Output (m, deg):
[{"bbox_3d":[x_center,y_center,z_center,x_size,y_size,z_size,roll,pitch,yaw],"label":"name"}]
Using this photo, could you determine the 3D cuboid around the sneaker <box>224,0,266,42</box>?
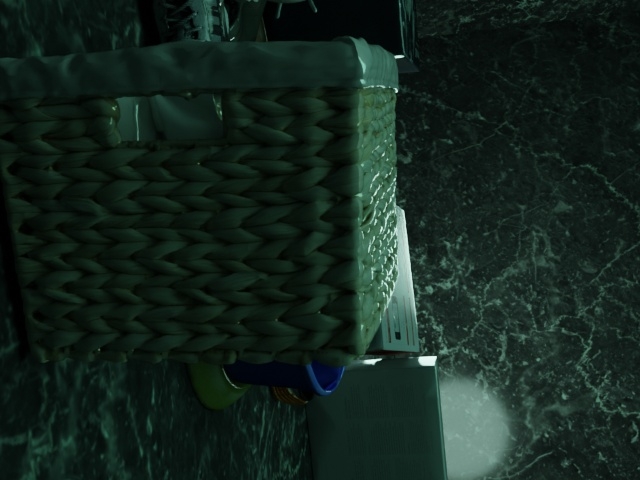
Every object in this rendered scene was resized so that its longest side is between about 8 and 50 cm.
[{"bbox_3d":[-0.140,-0.340,1.265,0.130,0.109,0.286,83,19,-44],"label":"sneaker"}]

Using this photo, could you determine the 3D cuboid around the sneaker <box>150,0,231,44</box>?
[{"bbox_3d":[-0.171,-0.266,1.027,0.268,0.101,0.153,78,11,-45],"label":"sneaker"}]

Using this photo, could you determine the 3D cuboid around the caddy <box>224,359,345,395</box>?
[{"bbox_3d":[-0.035,0.061,1.122,0.341,0.179,0.241,72,24,-43],"label":"caddy"}]

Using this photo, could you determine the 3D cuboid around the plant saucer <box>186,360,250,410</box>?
[{"bbox_3d":[-0.127,0.125,1.185,0.241,0.037,0.240,0,90,-73],"label":"plant saucer"}]

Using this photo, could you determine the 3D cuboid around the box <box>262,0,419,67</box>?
[{"bbox_3d":[0.045,-0.602,1.780,0.480,0.298,0.471,-39,126,-76],"label":"box"}]

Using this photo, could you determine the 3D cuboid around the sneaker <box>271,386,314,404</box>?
[{"bbox_3d":[-0.060,0.164,1.481,0.121,0.099,0.262,-90,178,-61],"label":"sneaker"}]

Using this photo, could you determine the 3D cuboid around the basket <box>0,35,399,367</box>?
[{"bbox_3d":[-0.091,-0.053,0.801,0.331,0.329,0.266,-51,139,-75],"label":"basket"}]

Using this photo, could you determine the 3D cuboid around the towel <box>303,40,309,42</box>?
[{"bbox_3d":[-0.056,-0.136,1.508,0.320,0.090,0.374,-72,162,-55],"label":"towel"}]

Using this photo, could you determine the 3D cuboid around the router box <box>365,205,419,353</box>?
[{"bbox_3d":[0.121,0.076,1.742,0.301,0.082,0.335,24,59,-68],"label":"router box"}]

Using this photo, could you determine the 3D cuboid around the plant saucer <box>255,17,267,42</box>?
[{"bbox_3d":[-0.130,-0.334,1.434,0.198,0.036,0.198,-5,90,-79],"label":"plant saucer"}]

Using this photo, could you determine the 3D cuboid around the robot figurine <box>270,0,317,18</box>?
[{"bbox_3d":[-0.066,-0.573,1.424,0.300,0.200,0.353,-155,-125,-64],"label":"robot figurine"}]

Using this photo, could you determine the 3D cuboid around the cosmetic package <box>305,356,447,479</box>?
[{"bbox_3d":[0.124,0.447,1.759,0.097,0.285,0.377,-35,120,-79],"label":"cosmetic package"}]
